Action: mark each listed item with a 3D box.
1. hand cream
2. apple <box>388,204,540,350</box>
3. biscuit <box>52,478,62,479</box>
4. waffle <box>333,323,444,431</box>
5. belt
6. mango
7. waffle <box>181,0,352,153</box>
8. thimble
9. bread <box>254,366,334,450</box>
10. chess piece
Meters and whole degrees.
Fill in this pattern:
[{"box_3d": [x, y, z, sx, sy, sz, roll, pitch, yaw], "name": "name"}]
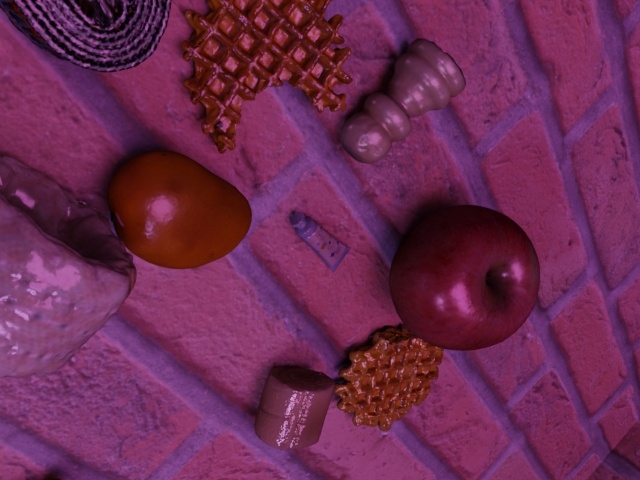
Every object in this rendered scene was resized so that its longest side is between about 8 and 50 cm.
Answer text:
[{"box_3d": [0.000, 0.000, 1.228, 0.065, 0.043, 0.171, -53, 132, -6], "name": "hand cream"}, {"box_3d": [0.300, 0.078, 1.345, 0.345, 0.269, 0.344, -1, 93, -31], "name": "apple"}, {"box_3d": [-0.535, 0.615, 1.078, 0.318, 0.111, 0.312, -33, 130, -39], "name": "biscuit"}, {"box_3d": [0.172, 0.320, 1.495, 0.307, 0.060, 0.312, -51, 132, -3], "name": "waffle"}, {"box_3d": [-0.307, -0.345, 0.779, 0.207, 0.150, 0.257, -40, 130, -23], "name": "belt"}, {"box_3d": [-0.224, -0.038, 0.995, 0.175, 0.139, 0.254, -53, 137, 4], "name": "mango"}, {"box_3d": [-0.089, -0.299, 1.008, 0.293, 0.069, 0.259, -22, 121, -21], "name": "waffle"}, {"box_3d": [-0.404, 0.029, 0.818, 0.195, 0.291, 0.291, -49, 130, 2], "name": "thimble"}, {"box_3d": [-0.056, 0.346, 1.302, 0.148, 0.134, 0.141, 5, 105, -49], "name": "bread"}, {"box_3d": [0.141, -0.246, 1.157, 0.243, 0.133, 0.133, -46, 130, -2], "name": "chess piece"}]
